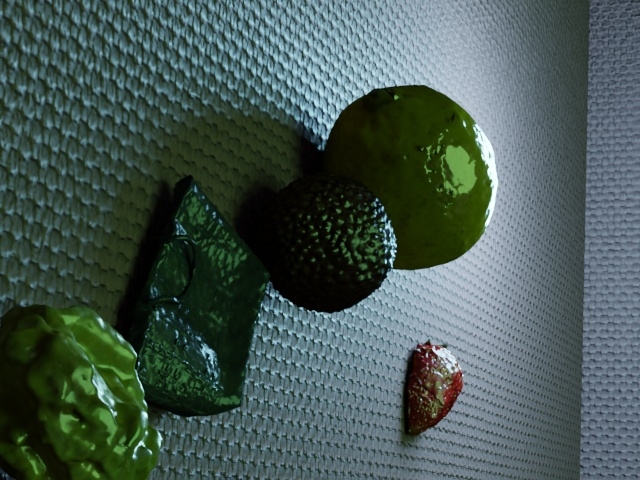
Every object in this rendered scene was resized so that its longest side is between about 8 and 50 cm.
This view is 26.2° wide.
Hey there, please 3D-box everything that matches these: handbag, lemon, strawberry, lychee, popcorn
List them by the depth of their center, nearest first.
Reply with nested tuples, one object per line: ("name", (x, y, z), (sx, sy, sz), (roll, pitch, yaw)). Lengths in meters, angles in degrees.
("popcorn", (-0.235, 0.151, 1.218), (0.197, 0.155, 0.197), (63, 2, -3))
("handbag", (-0.147, 0.076, 1.544), (0.175, 0.088, 0.270), (50, 43, -46))
("lychee", (0.005, 0.004, 1.780), (0.194, 0.194, 0.194), (-1, 90, -67))
("lemon", (0.126, -0.096, 1.984), (0.253, 0.253, 0.310), (-65, 144, -46))
("strawberry", (0.193, 0.257, 2.366), (0.146, 0.082, 0.187), (60, 40, -38))
